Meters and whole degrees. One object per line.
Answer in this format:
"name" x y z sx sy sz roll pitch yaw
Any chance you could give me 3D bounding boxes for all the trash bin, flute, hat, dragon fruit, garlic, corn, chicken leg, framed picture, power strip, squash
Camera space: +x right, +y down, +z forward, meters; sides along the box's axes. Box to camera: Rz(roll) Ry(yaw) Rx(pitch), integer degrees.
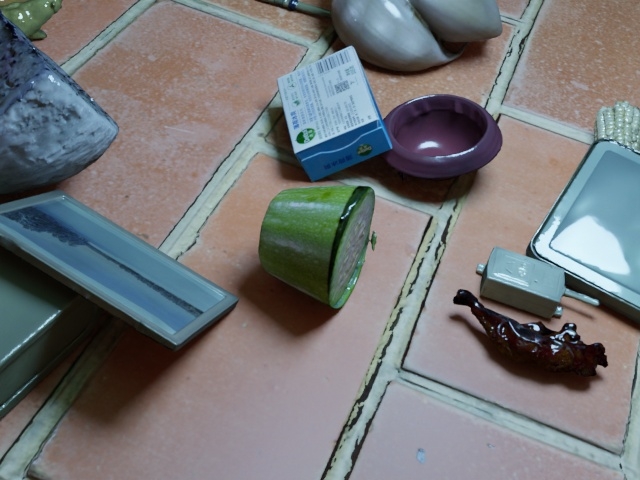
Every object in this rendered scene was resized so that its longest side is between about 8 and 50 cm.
"trash bin" -0.416 0.070 1.067 0.247 0.121 0.243 30 45 14
"flute" -0.013 -0.443 1.761 0.233 0.027 0.027 17 43 4
"hat" 0.187 -0.152 1.458 0.205 0.089 0.205 -3 46 3
"dragon fruit" -0.421 -0.156 1.247 0.221 0.204 0.283 -43 47 -7
"garlic" 0.182 -0.406 1.693 0.340 0.231 0.246 26 5 -25
"corn" 0.502 -0.153 1.542 0.087 0.087 0.211 15 45 2
"chicken leg" 0.277 0.130 1.219 0.219 0.048 0.089 17 40 4
"framed picture" -0.256 0.028 1.118 0.289 0.016 0.213 31 16 7
"power strip" 0.307 0.065 1.297 0.175 0.042 0.075 18 42 5
"squash" 0.000 0.000 1.216 0.122 0.170 0.170 12 41 21

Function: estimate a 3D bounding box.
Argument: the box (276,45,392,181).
"box" 0.019 -0.201 1.443 0.139 0.073 0.194 -22 47 9

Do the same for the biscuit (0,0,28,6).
"biscuit" -0.619 -0.493 1.646 0.312 0.057 0.351 15 45 2

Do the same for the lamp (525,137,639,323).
"lamp" 0.478 -0.010 1.364 0.266 0.047 0.269 30 62 16

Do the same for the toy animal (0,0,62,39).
"toy animal" -0.521 -0.349 1.487 0.218 0.101 0.103 -7 45 -20
